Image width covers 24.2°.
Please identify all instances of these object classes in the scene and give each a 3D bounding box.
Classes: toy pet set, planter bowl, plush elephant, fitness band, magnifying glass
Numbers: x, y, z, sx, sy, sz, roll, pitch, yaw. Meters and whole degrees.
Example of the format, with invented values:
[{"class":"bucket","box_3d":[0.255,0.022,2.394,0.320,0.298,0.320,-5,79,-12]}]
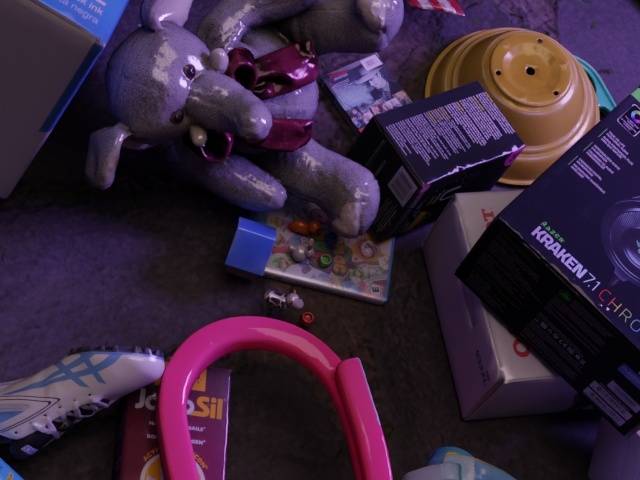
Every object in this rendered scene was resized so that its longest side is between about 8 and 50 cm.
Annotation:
[{"class":"toy pet set","box_3d":[-0.039,0.012,1.596,0.114,0.065,0.122,19,58,-6]},{"class":"planter bowl","box_3d":[0.239,-0.181,1.772,0.217,0.090,0.217,3,66,-7]},{"class":"plush elephant","box_3d":[-0.103,-0.154,1.517,0.330,0.272,0.255,20,19,18]},{"class":"fitness band","box_3d":[-0.045,0.204,1.412,0.209,0.054,0.291,-8,61,-13]},{"class":"magnifying glass","box_3d":[0.353,-0.148,1.843,0.231,0.026,0.092,42,59,7]}]

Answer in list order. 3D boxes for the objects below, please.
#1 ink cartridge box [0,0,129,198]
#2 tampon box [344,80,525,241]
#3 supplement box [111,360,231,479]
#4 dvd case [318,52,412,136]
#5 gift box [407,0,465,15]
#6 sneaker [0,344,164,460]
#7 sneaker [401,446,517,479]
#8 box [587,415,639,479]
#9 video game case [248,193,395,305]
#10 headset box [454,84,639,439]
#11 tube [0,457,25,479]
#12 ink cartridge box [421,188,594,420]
[{"class":"ink cartridge box","box_3d":[-0.276,-0.286,1.536,0.166,0.285,0.395,30,49,-14]},{"class":"tampon box","box_3d":[0.122,-0.089,1.673,0.161,0.120,0.101,-21,69,-34]},{"class":"supplement box","box_3d":[-0.148,0.218,1.460,0.104,0.081,0.188,9,60,-12]},{"class":"dvd case","box_3d":[0.064,-0.161,1.770,0.087,0.013,0.119,-27,74,-27]},{"class":"gift box","box_3d":[0.120,-0.441,1.793,0.276,0.258,0.255,16,58,1]},{"class":"sneaker","box_3d":[-0.254,0.158,1.422,0.237,0.085,0.086,-19,70,11]},{"class":"sneaker","box_3d":[0.080,0.309,1.457,0.319,0.127,0.208,0,64,-28]},{"class":"box","box_3d":[0.367,0.240,1.540,0.130,0.170,0.091,9,102,-9]},{"class":"video game case","box_3d":[0.000,0.000,1.662,0.166,0.015,0.119,14,60,-9]},{"class":"headset box","box_3d":[0.328,0.011,1.533,0.246,0.131,0.283,45,59,9]},{"class":"tube","box_3d":[-0.291,0.249,1.388,0.207,0.052,0.080,50,54,-20]},{"class":"ink cartridge box","box_3d":[0.290,0.064,1.647,0.307,0.129,0.223,-3,64,-18]}]
